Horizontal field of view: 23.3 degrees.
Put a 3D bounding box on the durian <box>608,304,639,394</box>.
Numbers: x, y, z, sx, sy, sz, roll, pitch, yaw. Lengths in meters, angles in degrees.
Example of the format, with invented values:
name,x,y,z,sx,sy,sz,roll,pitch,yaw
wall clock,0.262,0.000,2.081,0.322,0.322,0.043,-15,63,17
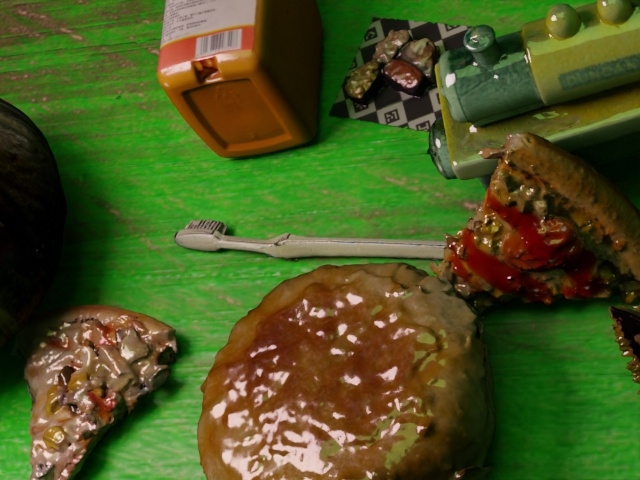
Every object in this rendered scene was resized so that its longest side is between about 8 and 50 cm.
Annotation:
name,x,y,z,sx,sy,sz,roll,pitch,yaw
durian,0.311,0.083,1.158,0.186,0.119,0.108,-1,22,11

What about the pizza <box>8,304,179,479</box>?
name,x,y,z,sx,sy,sz,roll,pitch,yaw
pizza,-0.223,0.143,1.375,0.185,0.052,0.195,-1,61,28

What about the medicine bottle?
name,x,y,z,sx,sy,sz,roll,pitch,yaw
medicine bottle,-0.070,-0.207,1.456,0.112,0.149,0.222,-9,57,20

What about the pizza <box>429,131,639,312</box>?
name,x,y,z,sx,sy,sz,roll,pitch,yaw
pizza,0.159,0.013,1.239,0.199,0.188,0.062,-35,24,40

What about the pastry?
name,x,y,z,sx,sy,sz,roll,pitch,yaw
pastry,0.021,0.135,1.229,0.257,0.121,0.236,-26,49,10

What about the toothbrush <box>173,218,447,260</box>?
name,x,y,z,sx,sy,sz,roll,pitch,yaw
toothbrush,-0.002,0.004,1.375,0.294,0.026,0.028,6,48,28

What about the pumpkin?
name,x,y,z,sx,sy,sz,roll,pitch,yaw
pumpkin,-0.384,-0.002,1.436,0.320,0.192,0.320,-17,46,19

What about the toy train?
name,x,y,z,sx,sy,sz,roll,pitch,yaw
toy train,0.246,-0.138,1.217,0.369,0.237,0.150,-16,57,15

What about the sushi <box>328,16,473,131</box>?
name,x,y,z,sx,sy,sz,roll,pitch,yaw
sushi,0.078,-0.163,1.439,0.126,0.026,0.120,12,65,29
